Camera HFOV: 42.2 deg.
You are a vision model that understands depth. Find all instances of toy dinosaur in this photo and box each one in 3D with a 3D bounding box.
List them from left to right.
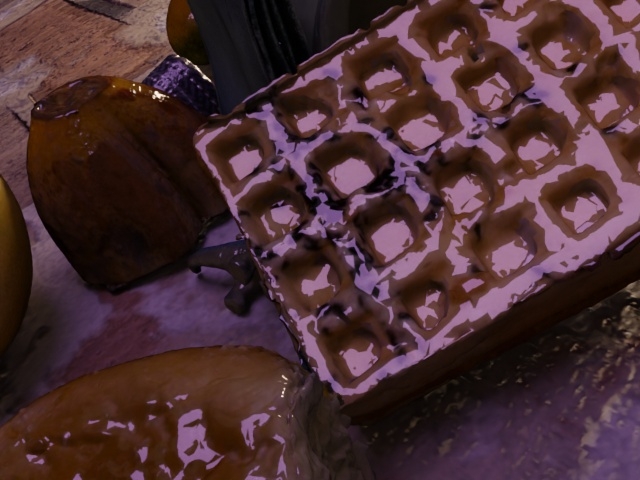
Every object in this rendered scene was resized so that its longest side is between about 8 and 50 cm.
[{"bbox_3d":[0.000,0.000,0.743,0.247,0.075,0.188,10,40,45],"label":"toy dinosaur"}]

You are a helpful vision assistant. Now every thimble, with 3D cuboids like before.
[{"bbox_3d":[-0.158,-0.160,0.972,0.066,0.104,0.095,-48,15,-16],"label":"thimble"}]

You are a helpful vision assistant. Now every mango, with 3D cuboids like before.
[{"bbox_3d":[-0.133,-0.331,1.147,0.151,0.120,0.221,24,67,44],"label":"mango"}]

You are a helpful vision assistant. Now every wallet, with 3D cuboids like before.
[{"bbox_3d":[-0.066,-0.166,0.773,0.054,0.290,0.251,-32,36,-13],"label":"wallet"}]

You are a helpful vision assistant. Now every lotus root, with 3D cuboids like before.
[{"bbox_3d":[-0.198,-0.082,0.847,0.199,0.180,0.188,-19,34,11],"label":"lotus root"}]

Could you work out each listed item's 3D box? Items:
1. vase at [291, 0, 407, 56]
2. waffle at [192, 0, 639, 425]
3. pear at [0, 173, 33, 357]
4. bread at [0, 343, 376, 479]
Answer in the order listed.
[{"bbox_3d":[0.028,-0.243,0.866,0.245,0.245,0.291,-38,34,-15],"label":"vase"},{"bbox_3d":[0.117,-0.063,0.592,0.376,0.114,0.261,-29,69,2],"label":"waffle"},{"bbox_3d":[-0.420,0.026,0.751,0.314,0.314,0.314,-16,38,13],"label":"pear"},{"bbox_3d":[-0.065,0.160,0.465,0.246,0.195,0.176,-16,45,12],"label":"bread"}]
